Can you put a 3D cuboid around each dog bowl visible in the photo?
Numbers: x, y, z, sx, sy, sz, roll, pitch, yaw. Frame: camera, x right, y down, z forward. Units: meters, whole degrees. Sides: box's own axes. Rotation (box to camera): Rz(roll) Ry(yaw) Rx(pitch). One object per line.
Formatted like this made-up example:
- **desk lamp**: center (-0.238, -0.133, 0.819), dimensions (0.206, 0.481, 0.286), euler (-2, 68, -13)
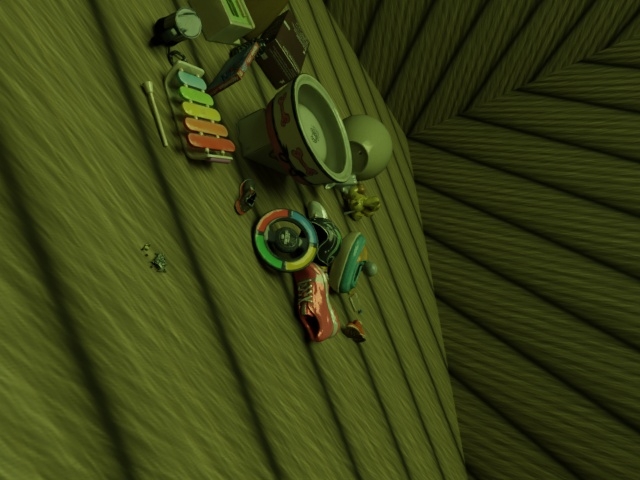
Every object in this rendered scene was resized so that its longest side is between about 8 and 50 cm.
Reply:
- **dog bowl**: center (-0.042, -0.382, 1.578), dimensions (0.408, 0.150, 0.408), euler (41, 41, -48)

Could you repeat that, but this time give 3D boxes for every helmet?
- **helmet**: center (0.000, 0.000, 1.590), dimensions (0.169, 0.169, 0.162), euler (36, 71, -49)

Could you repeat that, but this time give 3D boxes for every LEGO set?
- **LEGO set**: center (-0.389, 0.042, 1.034), dimensions (0.083, 0.023, 0.054), euler (49, 33, -36)

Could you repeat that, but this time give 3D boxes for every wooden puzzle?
- **wooden puzzle**: center (0.155, 0.276, 1.941), dimensions (0.078, 0.014, 0.116), euler (-13, 83, -60)

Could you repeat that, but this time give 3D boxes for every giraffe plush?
- **giraffe plush**: center (0.188, -0.219, 2.231), dimensions (0.210, 0.181, 0.170), euler (-4, 60, -28)

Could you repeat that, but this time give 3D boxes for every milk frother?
- **milk frother**: center (-0.420, -0.605, 1.312), dimensions (0.143, 0.134, 0.129), euler (39, 70, -43)

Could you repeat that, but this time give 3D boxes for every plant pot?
- **plant pot**: center (-0.249, -1.002, 1.796), dimensions (0.237, 0.254, 0.237), euler (42, 38, -45)

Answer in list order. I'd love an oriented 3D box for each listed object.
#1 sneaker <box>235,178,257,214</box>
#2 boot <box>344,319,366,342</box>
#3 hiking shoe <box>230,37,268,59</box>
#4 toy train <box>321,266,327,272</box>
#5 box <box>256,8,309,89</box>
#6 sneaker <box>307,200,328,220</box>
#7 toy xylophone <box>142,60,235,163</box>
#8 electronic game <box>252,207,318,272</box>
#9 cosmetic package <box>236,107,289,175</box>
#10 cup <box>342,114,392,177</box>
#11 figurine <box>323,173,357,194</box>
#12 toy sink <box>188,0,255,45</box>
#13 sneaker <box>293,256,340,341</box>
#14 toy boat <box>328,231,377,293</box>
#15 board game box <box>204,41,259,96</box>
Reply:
- **sneaker**: center (-0.231, -0.149, 1.433), dimensions (0.061, 0.065, 0.158), euler (48, 33, -38)
- **boot**: center (0.139, 0.363, 1.802), dimensions (0.158, 0.059, 0.085), euler (49, 28, -52)
- **hiking shoe**: center (-0.278, -0.760, 1.723), dimensions (0.086, 0.114, 0.227), euler (52, 31, -31)
- **toy train**: center (-0.002, 0.060, 1.739), dimensions (0.166, 0.046, 0.125), euler (45, 46, -45)
- **box**: center (-0.174, -0.888, 1.996), dimensions (0.191, 0.143, 0.381), euler (50, 34, -35)
- **sneaker**: center (-0.016, -0.060, 1.785), dimensions (0.094, 0.080, 0.212), euler (-16, 87, -52)
- **toy xylophone**: center (-0.382, -0.366, 1.276), dimensions (0.236, 0.081, 0.323), euler (-29, 98, -64)
- **electronic game**: center (-0.115, -0.002, 1.457), dimensions (0.229, 0.048, 0.229), euler (8, 68, -20)
- **cosmetic package**: center (-0.166, -0.365, 1.641), dimensions (0.296, 0.129, 0.153), euler (9, 65, -60)
- **cup**: center (0.169, -0.423, 2.095), dimensions (0.331, 0.331, 0.237), euler (62, 25, -15)
- **figurine**: center (0.050, -0.306, 1.837), dimensions (0.209, 0.092, 0.215), euler (-5, 78, -55)
- **toy sink**: center (-0.349, -0.844, 1.626), dimensions (0.153, 0.131, 0.234), euler (66, 25, -9)
- **sneaker**: center (-0.029, 0.207, 1.517), dimensions (0.136, 0.116, 0.314), euler (-18, 86, -60)
- **toy boat**: center (0.150, 0.102, 1.836), dimensions (0.318, 0.148, 0.268), euler (21, 86, -73)
- **board game box**: center (-0.306, -0.603, 1.523), dimensions (0.027, 0.145, 0.281), euler (51, 32, -33)
